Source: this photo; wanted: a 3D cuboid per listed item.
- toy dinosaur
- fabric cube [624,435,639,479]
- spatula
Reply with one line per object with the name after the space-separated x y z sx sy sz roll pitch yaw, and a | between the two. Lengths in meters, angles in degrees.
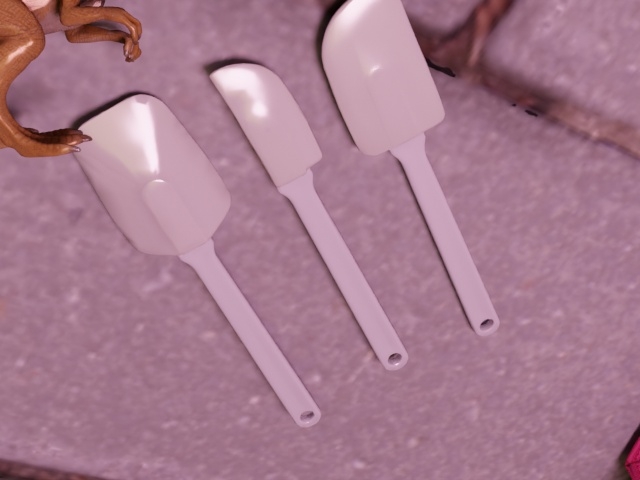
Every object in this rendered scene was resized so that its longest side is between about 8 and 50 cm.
-0.142 -0.087 0.378 0.211 0.064 0.112 -16 112 -15 | toy dinosaur
0.395 0.145 0.568 0.258 0.259 0.254 7 123 -21 | fabric cube
0.000 0.000 0.504 0.168 0.019 0.242 -28 130 0 | spatula
